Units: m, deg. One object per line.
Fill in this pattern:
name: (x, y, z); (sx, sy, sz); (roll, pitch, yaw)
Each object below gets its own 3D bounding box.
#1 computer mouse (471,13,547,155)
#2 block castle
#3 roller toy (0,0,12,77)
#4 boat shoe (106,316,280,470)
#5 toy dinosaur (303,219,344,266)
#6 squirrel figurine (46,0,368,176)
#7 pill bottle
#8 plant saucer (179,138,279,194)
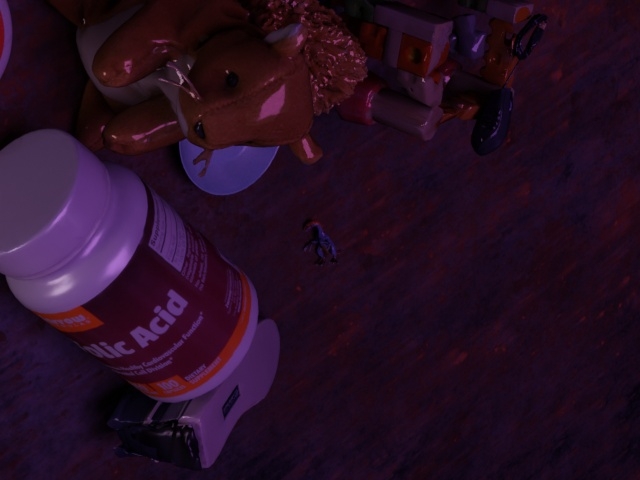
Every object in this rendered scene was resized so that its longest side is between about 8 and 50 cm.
computer mouse: (0.299, -0.238, 2.331); (0.071, 0.041, 0.242); (28, 86, -59)
block castle: (0.170, -0.392, 2.273); (0.303, 0.213, 0.453); (-22, 129, -50)
roller toy: (-0.468, -0.244, 1.751); (0.191, 0.146, 0.209); (-7, 101, -50)
boat shoe: (-0.186, 0.213, 2.256); (0.340, 0.158, 0.127); (-49, 137, -58)
toy dinosaur: (0.000, 0.000, 2.405); (0.090, 0.047, 0.082); (-55, 138, -62)
squirrel figurine: (-0.110, -0.243, 1.937); (0.397, 0.370, 0.281); (-26, 123, -35)
pill bottle: (-0.272, 0.036, 2.007); (0.224, 0.224, 0.392); (-56, 135, -11)
plant saucer: (-0.136, -0.163, 2.190); (0.195, 0.037, 0.195); (-19, 120, -37)
